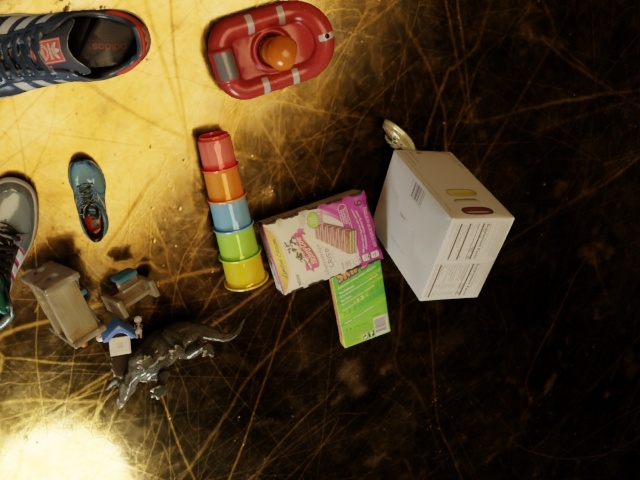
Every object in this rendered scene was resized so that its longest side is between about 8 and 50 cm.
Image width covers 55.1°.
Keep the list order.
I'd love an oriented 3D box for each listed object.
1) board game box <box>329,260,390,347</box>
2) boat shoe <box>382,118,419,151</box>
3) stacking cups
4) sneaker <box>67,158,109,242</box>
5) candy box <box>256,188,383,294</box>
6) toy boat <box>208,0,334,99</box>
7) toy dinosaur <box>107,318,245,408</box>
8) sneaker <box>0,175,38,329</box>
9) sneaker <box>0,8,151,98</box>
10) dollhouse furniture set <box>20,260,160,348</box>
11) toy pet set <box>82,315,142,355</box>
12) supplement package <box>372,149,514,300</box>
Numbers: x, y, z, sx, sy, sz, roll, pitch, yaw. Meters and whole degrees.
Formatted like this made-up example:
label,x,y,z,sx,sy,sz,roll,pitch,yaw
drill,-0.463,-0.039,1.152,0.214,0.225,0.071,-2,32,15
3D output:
label,x,y,z,sx,sy,sz,roll,pitch,yaw
board game box,0.088,0.118,1.430,0.124,0.039,0.259,-18,118,-15
boat shoe,0.175,-0.200,1.330,0.048,0.056,0.153,-43,129,2
stacking cups,-0.174,-0.056,1.216,0.096,0.096,0.316,-16,116,-16
sneaker,-0.417,-0.070,1.122,0.063,0.073,0.162,-14,115,-17
candy box,0.000,0.000,1.306,0.234,0.071,0.159,-20,102,-14
toy boat,-0.079,-0.343,1.109,0.231,0.151,0.151,-22,118,-13
toy dinosaur,-0.310,0.218,1.250,0.314,0.160,0.121,-38,119,-12
sneaker,-0.567,0.045,1.044,0.124,0.178,0.295,18,102,-27
sneaker,-0.443,-0.301,0.976,0.350,0.148,0.131,-20,117,-14
dollhouse furniture set,-0.436,0.087,1.167,0.184,0.129,0.129,-36,122,-34
toy pet set,-0.408,0.172,1.200,0.122,0.114,0.065,-7,112,-22
supplement package,0.240,-0.038,1.276,0.145,0.262,0.204,-1,127,-23
